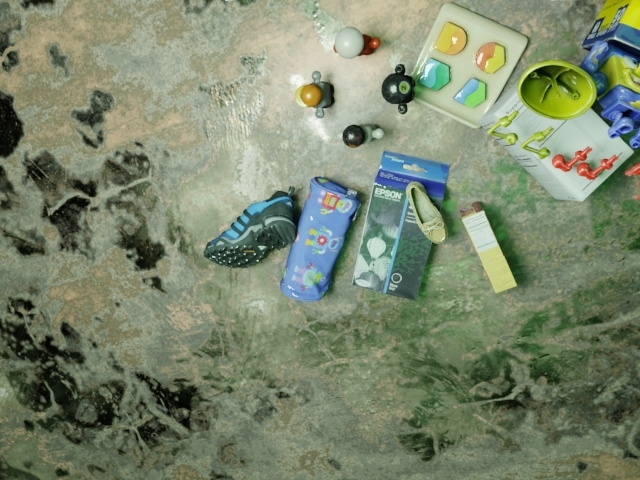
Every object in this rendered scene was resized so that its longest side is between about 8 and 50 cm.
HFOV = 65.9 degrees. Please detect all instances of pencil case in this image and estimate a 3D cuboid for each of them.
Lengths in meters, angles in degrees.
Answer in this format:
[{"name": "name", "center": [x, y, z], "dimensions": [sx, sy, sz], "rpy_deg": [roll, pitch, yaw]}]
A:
[{"name": "pencil case", "center": [0.000, 0.000, 1.187], "dimensions": [0.133, 0.119, 0.306], "rpy_deg": [14, 109, -12]}]

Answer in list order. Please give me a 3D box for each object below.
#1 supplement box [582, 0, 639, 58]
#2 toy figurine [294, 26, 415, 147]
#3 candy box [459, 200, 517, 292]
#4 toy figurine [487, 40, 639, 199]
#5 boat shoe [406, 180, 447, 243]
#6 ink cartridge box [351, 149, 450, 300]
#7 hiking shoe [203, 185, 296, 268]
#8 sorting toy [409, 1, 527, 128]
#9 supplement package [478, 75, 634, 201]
[{"name": "supplement box", "center": [0.664, -0.483, 0.859], "dimensions": [0.195, 0.194, 0.357], "rpy_deg": [25, 109, 4]}, {"name": "toy figurine", "center": [0.078, -0.316, 1.048], "dimensions": [0.213, 0.148, 0.209], "rpy_deg": [46, 115, 1]}, {"name": "candy box", "center": [0.375, 0.012, 1.112], "dimensions": [0.053, 0.109, 0.187], "rpy_deg": [-23, 99, 17]}, {"name": "toy figurine", "center": [0.498, -0.256, 0.884], "dimensions": [0.362, 0.217, 0.191], "rpy_deg": [20, 150, -6]}, {"name": "boat shoe", "center": [0.234, -0.058, 1.088], "dimensions": [0.056, 0.048, 0.153], "rpy_deg": [-23, 101, 17]}, {"name": "ink cartridge box", "center": [0.186, -0.032, 1.167], "dimensions": [0.165, 0.065, 0.333], "rpy_deg": [13, 107, 9]}, {"name": "hiking shoe", "center": [-0.171, -0.022, 1.236], "dimensions": [0.304, 0.132, 0.113], "rpy_deg": [-20, 138, 34]}, {"name": "sorting toy", "center": [0.304, -0.371, 1.053], "dimensions": [0.192, 0.038, 0.208], "rpy_deg": [26, 110, 4]}, {"name": "supplement package", "center": [0.467, -0.213, 1.001], "dimensions": [0.244, 0.134, 0.139], "rpy_deg": [45, 97, -2]}]
